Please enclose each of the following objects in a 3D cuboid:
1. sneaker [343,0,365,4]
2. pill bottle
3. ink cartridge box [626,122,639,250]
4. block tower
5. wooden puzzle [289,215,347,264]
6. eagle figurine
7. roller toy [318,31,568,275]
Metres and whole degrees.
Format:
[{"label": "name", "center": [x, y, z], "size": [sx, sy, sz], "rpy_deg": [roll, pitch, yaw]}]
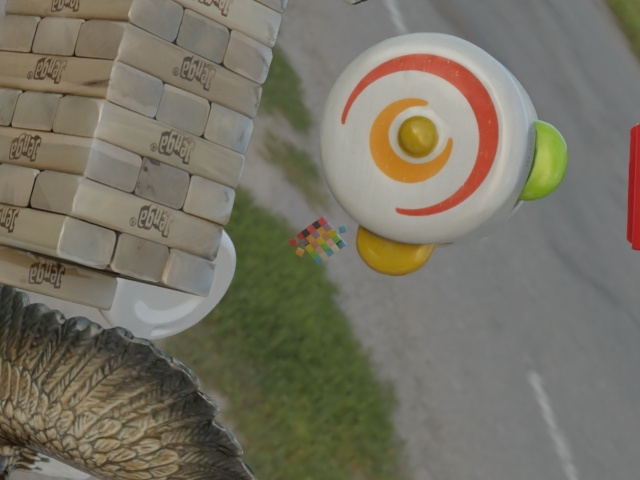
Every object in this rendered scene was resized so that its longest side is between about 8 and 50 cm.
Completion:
[{"label": "sneaker", "center": [0.081, -0.417, 1.681], "size": [0.147, 0.130, 0.330], "rpy_deg": [41, 67, -23]}, {"label": "pill bottle", "center": [-0.217, -0.034, 1.658], "size": [0.152, 0.152, 0.272], "rpy_deg": [26, 19, -51]}, {"label": "ink cartridge box", "center": [0.394, -0.051, 1.581], "size": [0.078, 0.231, 0.134], "rpy_deg": [-4, 96, -48]}, {"label": "block tower", "center": [-0.071, -0.134, 0.709], "size": [0.097, 0.335, 0.091], "rpy_deg": [11, -7, 43]}, {"label": "wooden puzzle", "center": [0.000, 0.000, 2.063], "size": [0.049, 0.083, 0.006], "rpy_deg": [52, 27, -5]}, {"label": "eagle figurine", "center": [-0.204, 0.134, 0.994], "size": [0.225, 0.226, 0.298], "rpy_deg": [-13, 30, -28]}, {"label": "roller toy", "center": [0.097, -0.088, 1.428], "size": [0.191, 0.209, 0.146], "rpy_deg": [59, 12, 9]}]
